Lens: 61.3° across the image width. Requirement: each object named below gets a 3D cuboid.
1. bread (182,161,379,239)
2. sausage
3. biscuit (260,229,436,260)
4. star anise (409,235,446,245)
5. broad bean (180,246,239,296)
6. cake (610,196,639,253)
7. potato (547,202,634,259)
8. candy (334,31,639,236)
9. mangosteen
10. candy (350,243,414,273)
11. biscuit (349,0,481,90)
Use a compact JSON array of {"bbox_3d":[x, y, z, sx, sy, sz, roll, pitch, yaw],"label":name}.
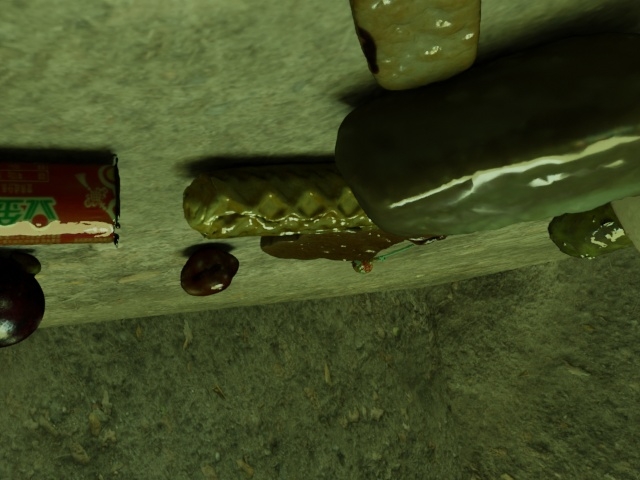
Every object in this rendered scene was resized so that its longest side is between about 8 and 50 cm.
[{"bbox_3d":[0.036,-0.047,0.591,0.368,0.077,0.084,-6,169,-20],"label":"bread"},{"bbox_3d":[-0.295,-0.027,0.422,0.264,0.083,0.083,-2,169,-28],"label":"sausage"},{"bbox_3d":[0.051,-0.010,0.857,0.184,0.047,0.320,13,162,-41],"label":"biscuit"},{"bbox_3d":[0.200,-0.029,0.901,0.168,0.057,0.168,-7,170,-1],"label":"star anise"},{"bbox_3d":[-0.206,0.059,1.002,0.114,0.084,0.165,-12,177,-7],"label":"broad bean"},{"bbox_3d":[0.519,-0.108,0.724,0.262,0.159,0.158,-42,174,-8],"label":"cake"},{"bbox_3d":[0.526,-0.043,0.949,0.150,0.113,0.251,8,154,-35],"label":"potato"},{"bbox_3d":[0.134,-0.071,0.403,0.234,0.102,0.104,-15,149,21],"label":"candy"},{"bbox_3d":[-0.470,0.079,0.780,0.153,0.152,0.152,-8,171,-1],"label":"mangosteen"},{"bbox_3d":[0.154,0.041,1.339,0.185,0.049,0.055,-23,119,37],"label":"candy"},{"bbox_3d":[0.059,-0.124,0.322,0.071,0.018,0.147,-13,169,13],"label":"biscuit"}]
